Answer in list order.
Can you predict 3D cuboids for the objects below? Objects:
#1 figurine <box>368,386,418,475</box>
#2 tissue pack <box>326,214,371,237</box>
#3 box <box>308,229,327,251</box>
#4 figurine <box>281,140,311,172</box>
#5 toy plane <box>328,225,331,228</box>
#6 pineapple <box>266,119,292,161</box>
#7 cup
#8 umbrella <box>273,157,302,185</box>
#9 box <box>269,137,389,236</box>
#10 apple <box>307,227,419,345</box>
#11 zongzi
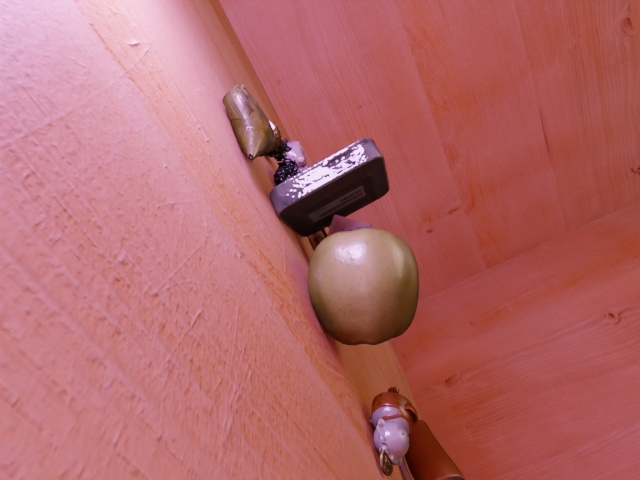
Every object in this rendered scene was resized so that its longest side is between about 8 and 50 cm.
[{"bbox_3d":[0.200,0.545,1.190,0.271,0.143,0.143,-49,118,-47],"label":"figurine"},{"bbox_3d":[0.084,0.044,1.501,0.092,0.148,0.247,39,69,-76],"label":"tissue pack"},{"bbox_3d":[0.000,0.000,1.890,0.152,0.070,0.237,65,8,6],"label":"box"},{"bbox_3d":[-0.124,-0.379,2.100,0.200,0.133,0.276,-165,-127,-82],"label":"figurine"},{"bbox_3d":[0.003,-0.125,1.854,0.256,0.104,0.242,22,17,-19],"label":"toy plane"},{"bbox_3d":[-0.188,-0.396,1.680,0.237,0.119,0.111,48,30,-73],"label":"pineapple"},{"bbox_3d":[0.355,0.774,1.431,0.226,0.182,0.264,23,21,-29],"label":"cup"},{"bbox_3d":[-0.115,-0.252,1.703,0.154,0.128,0.336,62,3,-1],"label":"umbrella"},{"bbox_3d":[0.050,-0.168,1.472,0.111,0.395,0.396,64,7,17],"label":"box"},{"bbox_3d":[0.129,0.137,1.232,0.357,0.357,0.357,63,6,-13],"label":"apple"},{"bbox_3d":[-0.236,-0.355,1.246,0.228,0.115,0.256,59,18,-15],"label":"zongzi"}]
